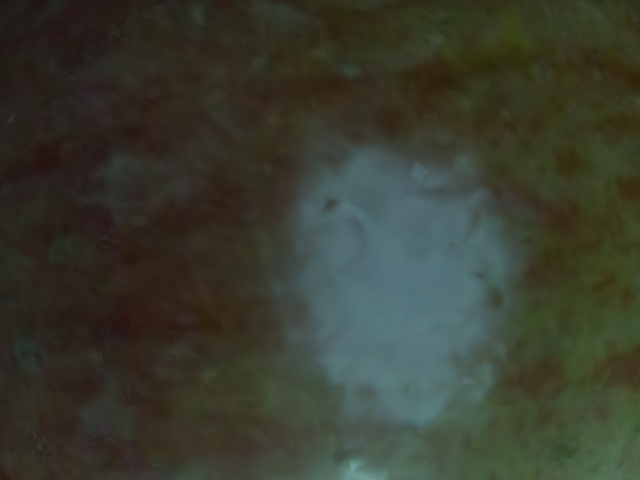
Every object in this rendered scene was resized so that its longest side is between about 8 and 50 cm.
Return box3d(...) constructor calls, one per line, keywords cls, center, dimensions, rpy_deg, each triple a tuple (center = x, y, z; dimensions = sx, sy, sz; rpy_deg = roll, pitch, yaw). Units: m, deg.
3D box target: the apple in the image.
box3d(cls="apple", center=(0.000, 0.000, 0.570), dimensions=(0.269, 0.345, 0.344), rpy_deg=(-5, 92, -19))
